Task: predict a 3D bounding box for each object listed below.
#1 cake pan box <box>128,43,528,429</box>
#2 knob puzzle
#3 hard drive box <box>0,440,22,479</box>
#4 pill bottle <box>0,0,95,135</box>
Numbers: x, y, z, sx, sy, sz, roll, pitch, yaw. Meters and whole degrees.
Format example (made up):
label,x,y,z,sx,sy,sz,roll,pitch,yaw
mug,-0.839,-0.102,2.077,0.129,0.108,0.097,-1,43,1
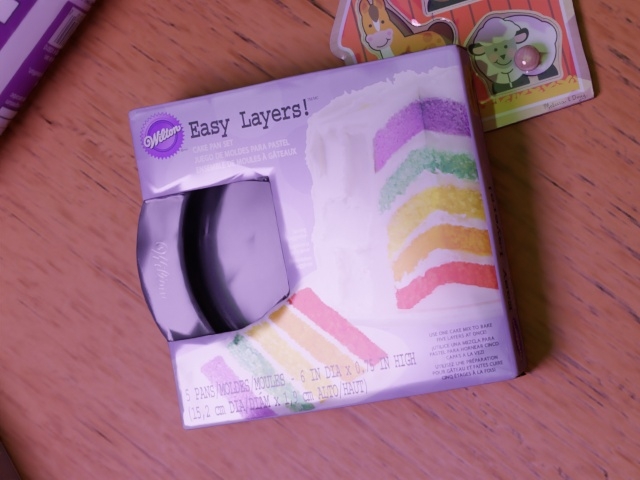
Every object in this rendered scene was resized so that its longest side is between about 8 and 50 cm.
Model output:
label,x,y,z,sx,sy,sz,roll,pitch,yaw
cake pan box,0.000,0.000,1.264,0.266,0.070,0.246,-9,88,14
knob puzzle,0.096,-0.173,1.287,0.213,0.030,0.213,-1,85,14
hard drive box,-0.349,0.174,1.334,0.181,0.089,0.232,-32,78,9
pill bottle,-0.309,-0.130,1.310,0.169,0.169,0.301,37,94,14
